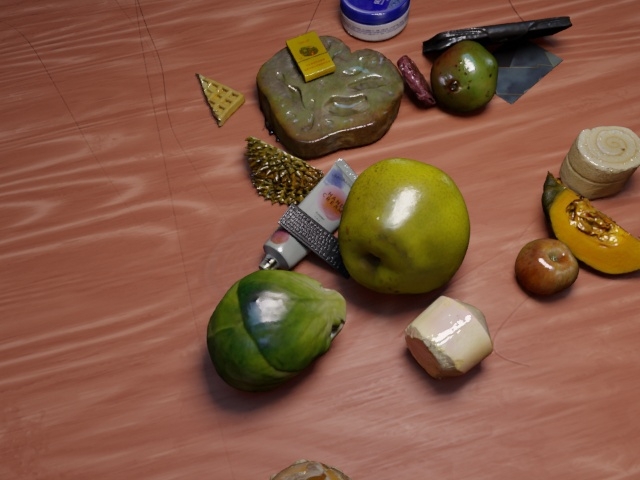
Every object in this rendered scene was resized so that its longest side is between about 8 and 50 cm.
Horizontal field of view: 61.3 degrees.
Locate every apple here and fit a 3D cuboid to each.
[{"bbox_3d":[0.479,0.053,1.151,0.126,0.102,0.126,-1,59,2],"label":"apple"}]

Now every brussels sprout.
[{"bbox_3d":[-0.086,0.166,1.061,0.272,0.210,0.219,-13,64,-22],"label":"brussels sprout"}]

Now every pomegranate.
[{"bbox_3d":[0.386,-0.431,1.412,0.180,0.180,0.210,35,41,20],"label":"pomegranate"}]

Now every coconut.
[{"bbox_3d":[0.257,0.185,1.062,0.153,0.147,0.147,-34,64,-18],"label":"coconut"}]

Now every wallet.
[{"bbox_3d":[0.482,-0.564,1.483,0.378,0.197,0.051,-9,104,-2],"label":"wallet"}]

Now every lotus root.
[{"bbox_3d":[0.015,-0.377,1.427,0.391,0.111,0.374,16,65,12],"label":"lotus root"}]

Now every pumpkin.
[{"bbox_3d":[0.590,-0.035,1.213,0.279,0.111,0.163,35,25,0],"label":"pumpkin"}]

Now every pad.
[{"bbox_3d":[0.547,-0.488,1.522,0.243,0.004,0.164,-40,66,-19],"label":"pad"}]

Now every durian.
[{"bbox_3d":[-0.099,-0.185,1.323,0.252,0.144,0.139,21,41,20],"label":"durian"}]

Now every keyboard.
[{"bbox_3d":[0.000,0.000,1.202,0.202,0.011,0.067,39,63,-9],"label":"keyboard"}]

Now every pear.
[{"bbox_3d":[0.177,-0.030,1.124,0.294,0.294,0.294,-1,60,2],"label":"pear"}]

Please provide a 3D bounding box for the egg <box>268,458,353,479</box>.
[{"bbox_3d":[-0.003,0.476,0.877,0.195,0.195,0.233,-27,60,-13],"label":"egg"}]

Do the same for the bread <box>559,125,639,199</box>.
[{"bbox_3d":[0.652,-0.178,1.258,0.148,0.141,0.133,2,63,5],"label":"bread"}]

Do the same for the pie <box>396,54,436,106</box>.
[{"bbox_3d":[0.253,-0.421,1.429,0.038,0.154,0.153,-31,57,24],"label":"pie"}]

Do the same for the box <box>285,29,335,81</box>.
[{"bbox_3d":[-0.027,-0.488,1.423,0.087,0.023,0.155,-23,60,-2],"label":"box"}]

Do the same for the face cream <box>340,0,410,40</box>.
[{"bbox_3d":[0.161,-0.690,1.596,0.206,0.111,0.205,-2,59,3],"label":"face cream"}]

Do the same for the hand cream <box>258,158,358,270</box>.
[{"bbox_3d":[-0.016,-0.045,1.243,0.124,0.078,0.340,46,68,-6],"label":"hand cream"}]

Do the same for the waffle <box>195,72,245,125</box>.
[{"bbox_3d":[-0.314,-0.396,1.497,0.191,0.032,0.125,28,67,20],"label":"waffle"}]
